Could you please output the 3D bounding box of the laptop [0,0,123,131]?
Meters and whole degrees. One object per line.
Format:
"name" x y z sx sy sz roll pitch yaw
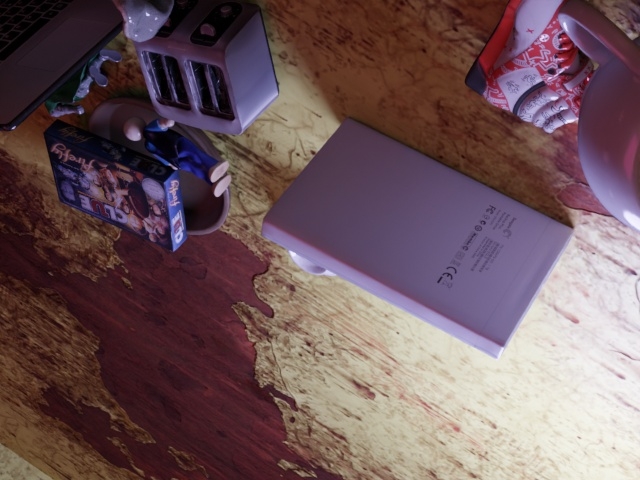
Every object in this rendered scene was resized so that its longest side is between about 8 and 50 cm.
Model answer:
"laptop" -0.475 -0.373 1.683 0.407 0.382 0.236 13 138 31

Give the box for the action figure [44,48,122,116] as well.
"action figure" -0.383 -0.244 1.994 0.063 0.137 0.232 36 155 -19

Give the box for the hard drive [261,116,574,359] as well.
"hard drive" 0.131 -0.011 1.686 0.353 0.233 0.047 28 143 14

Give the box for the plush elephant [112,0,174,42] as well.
"plush elephant" -0.252 -0.412 1.595 0.255 0.272 0.330 27 -160 -51

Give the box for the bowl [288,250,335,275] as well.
"bowl" 0.000 0.000 1.944 0.170 0.080 0.170 24 143 20

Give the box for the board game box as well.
"board game box" -0.339 -0.091 2.099 0.243 0.042 0.165 22 142 21

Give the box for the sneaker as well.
"sneaker" 0.276 -0.230 1.448 0.145 0.090 0.270 34 148 5

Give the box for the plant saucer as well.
"plant saucer" -0.257 -0.126 2.061 0.277 0.041 0.278 24 142 20

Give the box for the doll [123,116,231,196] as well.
"doll" -0.224 -0.142 1.942 0.189 0.046 0.129 30 153 21

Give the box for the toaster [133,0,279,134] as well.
"toaster" -0.158 -0.247 1.783 0.168 0.110 0.186 17 139 28

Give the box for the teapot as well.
"teapot" 0.371 -0.135 1.381 0.187 0.252 0.256 -133 42 -53
